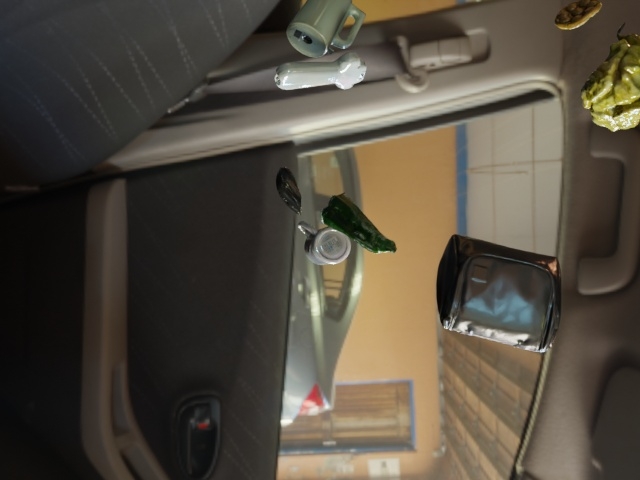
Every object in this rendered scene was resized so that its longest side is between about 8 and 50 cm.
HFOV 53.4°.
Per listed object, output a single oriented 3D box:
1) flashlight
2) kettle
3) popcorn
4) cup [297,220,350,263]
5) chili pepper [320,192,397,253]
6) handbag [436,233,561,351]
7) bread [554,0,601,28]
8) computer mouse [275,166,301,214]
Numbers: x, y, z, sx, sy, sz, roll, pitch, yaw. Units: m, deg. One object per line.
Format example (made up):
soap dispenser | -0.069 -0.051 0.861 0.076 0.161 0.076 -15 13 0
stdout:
flashlight | -0.002 -0.358 1.355 0.093 0.201 0.047 110 -33 -60
kettle | 0.012 -0.486 1.395 0.148 0.127 0.098 -62 158 -22
popcorn | 0.591 -0.314 1.216 0.173 0.195 0.168 43 6 40
cup | 0.000 0.011 1.665 0.133 0.136 0.099 170 -67 -78
chili pepper | 0.093 -0.028 1.397 0.227 0.088 0.059 37 -3 45
handbag | 0.445 0.116 1.572 0.275 0.302 0.177 -69 172 -56
bread | 0.620 -0.547 1.535 0.024 0.110 0.110 56 19 -32
computer mouse | -0.084 -0.126 1.639 0.079 0.047 0.135 127 -60 -74
